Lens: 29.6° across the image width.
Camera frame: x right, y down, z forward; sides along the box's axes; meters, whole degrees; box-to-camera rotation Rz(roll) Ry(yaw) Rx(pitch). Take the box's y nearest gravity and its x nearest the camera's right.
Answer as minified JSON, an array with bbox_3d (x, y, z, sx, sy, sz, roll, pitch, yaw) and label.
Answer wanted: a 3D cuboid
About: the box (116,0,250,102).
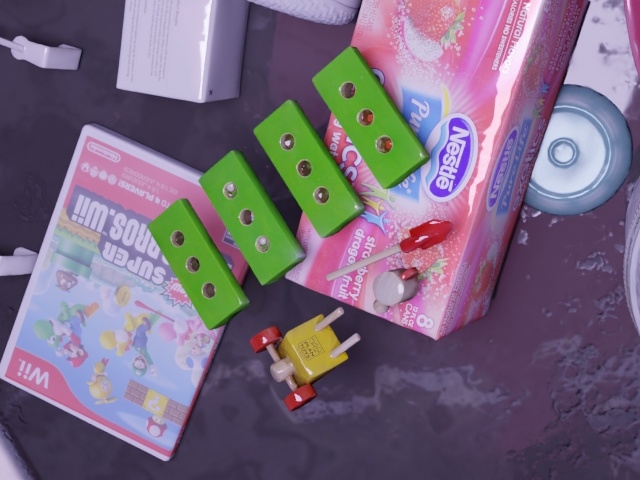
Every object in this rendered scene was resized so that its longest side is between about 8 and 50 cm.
[{"bbox_3d":[-0.123,-0.183,1.105,0.087,0.102,0.101,11,102,14],"label":"box"}]

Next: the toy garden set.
[{"bbox_3d":[0.000,0.000,0.985,0.244,0.049,0.203,-38,76,25],"label":"toy garden set"}]

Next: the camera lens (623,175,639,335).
[{"bbox_3d":[0.346,0.011,0.928,0.219,0.274,0.219,3,101,14],"label":"camera lens"}]

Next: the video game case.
[{"bbox_3d":[-0.189,0.053,1.204,0.204,0.025,0.285,25,105,9],"label":"video game case"}]

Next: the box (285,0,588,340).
[{"bbox_3d":[0.100,-0.086,1.032,0.154,0.142,0.300,22,105,21],"label":"box"}]

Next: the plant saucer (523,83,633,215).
[{"bbox_3d":[0.217,-0.079,1.078,0.119,0.021,0.119,3,101,14],"label":"plant saucer"}]

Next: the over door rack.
[{"bbox_3d":[-0.420,-0.122,1.190,0.324,0.108,0.239,19,105,10],"label":"over door rack"}]

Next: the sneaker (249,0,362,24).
[{"bbox_3d":[-0.105,-0.346,1.058,0.366,0.137,0.210,24,104,4],"label":"sneaker"}]

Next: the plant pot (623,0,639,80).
[{"bbox_3d":[0.350,-0.207,0.943,0.180,0.201,0.201,-7,98,0],"label":"plant pot"}]
